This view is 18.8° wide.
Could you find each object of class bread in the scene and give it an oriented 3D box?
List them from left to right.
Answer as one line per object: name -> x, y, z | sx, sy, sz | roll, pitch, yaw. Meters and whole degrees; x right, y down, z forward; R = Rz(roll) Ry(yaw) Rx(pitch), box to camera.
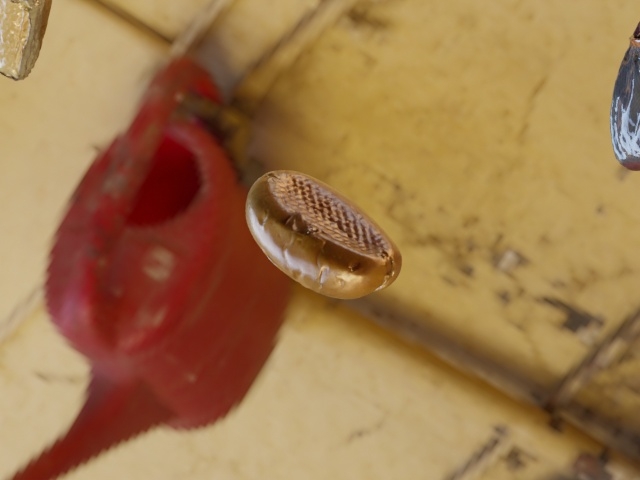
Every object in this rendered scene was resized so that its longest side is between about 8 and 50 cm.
bread -> -0.316, -0.228, 1.876 | 0.082, 0.125, 0.106 | -47, -19, -42
bread -> 0.000, 0.000, 1.900 | 0.189, 0.114, 0.077 | 42, 126, 31

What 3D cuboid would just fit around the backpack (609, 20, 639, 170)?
backpack -> 0.422, -0.209, 1.933 | 0.197, 0.283, 0.317 | 2, 85, 51
